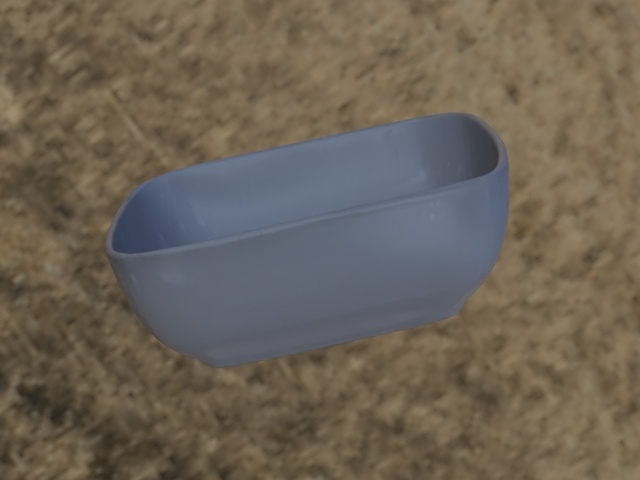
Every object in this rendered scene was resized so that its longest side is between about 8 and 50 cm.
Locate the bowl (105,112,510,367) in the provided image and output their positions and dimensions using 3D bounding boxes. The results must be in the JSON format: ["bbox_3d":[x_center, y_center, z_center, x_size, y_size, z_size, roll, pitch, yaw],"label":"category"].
[{"bbox_3d":[0.000,0.000,0.645,0.142,0.142,0.053,-94,170,-76],"label":"bowl"}]
